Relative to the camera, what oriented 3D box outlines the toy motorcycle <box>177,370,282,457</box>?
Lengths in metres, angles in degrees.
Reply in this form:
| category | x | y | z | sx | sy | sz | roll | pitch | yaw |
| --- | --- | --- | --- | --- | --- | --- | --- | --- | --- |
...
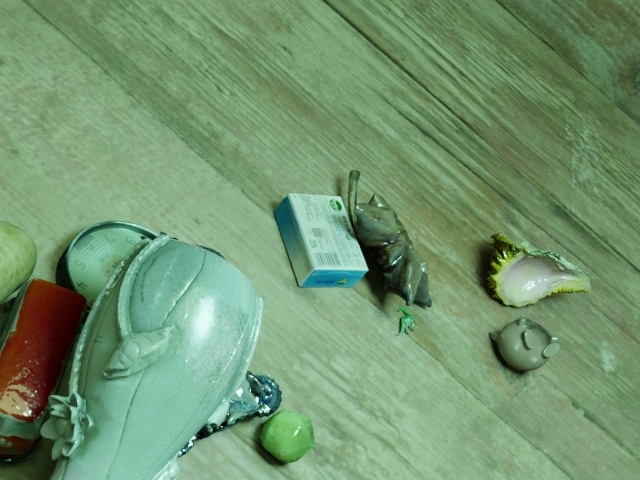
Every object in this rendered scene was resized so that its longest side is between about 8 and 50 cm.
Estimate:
| category | x | y | z | sx | sy | sz | roll | pitch | yaw |
| --- | --- | --- | --- | --- | --- | --- | --- | --- | --- |
| toy motorcycle | -0.196 | 0.228 | 1.281 | 0.239 | 0.108 | 0.204 | -11 | 70 | -52 |

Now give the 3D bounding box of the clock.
| category | x | y | z | sx | sy | sz | roll | pitch | yaw |
| --- | --- | --- | --- | --- | --- | --- | --- | --- | --- |
| clock | -0.341 | 0.065 | 1.356 | 0.226 | 0.049 | 0.226 | 19 | 46 | -21 |

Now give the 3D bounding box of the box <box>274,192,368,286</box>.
| category | x | y | z | sx | sy | sz | roll | pitch | yaw |
| --- | --- | --- | --- | --- | --- | --- | --- | --- | --- |
| box | 0.000 | -0.001 | 1.640 | 0.139 | 0.073 | 0.194 | 3 | 54 | -35 |

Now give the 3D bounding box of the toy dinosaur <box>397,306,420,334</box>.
| category | x | y | z | sx | sy | sz | roll | pitch | yaw |
| --- | --- | --- | --- | --- | --- | --- | --- | --- | --- |
| toy dinosaur | 0.181 | 0.170 | 1.670 | 0.083 | 0.021 | 0.062 | -5 | 52 | -43 |

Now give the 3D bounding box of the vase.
| category | x | y | z | sx | sy | sz | roll | pitch | yaw |
| --- | --- | --- | --- | --- | --- | --- | --- | --- | --- |
| vase | -0.254 | 0.227 | 1.088 | 0.250 | 0.250 | 0.445 | 29 | 63 | -13 |

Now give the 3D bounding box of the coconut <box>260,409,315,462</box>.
| category | x | y | z | sx | sy | sz | roll | pitch | yaw |
| --- | --- | --- | --- | --- | --- | --- | --- | --- | --- |
| coconut | -0.051 | 0.333 | 1.319 | 0.096 | 0.087 | 0.088 | 22 | 37 | 23 |

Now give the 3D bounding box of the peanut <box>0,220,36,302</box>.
| category | x | y | z | sx | sy | sz | roll | pitch | yaw |
| --- | --- | --- | --- | --- | --- | --- | --- | --- | --- |
| peanut | -0.521 | 0.044 | 1.151 | 0.137 | 0.122 | 0.253 | 61 | 20 | -17 |

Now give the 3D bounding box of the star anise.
| category | x | y | z | sx | sy | sz | roll | pitch | yaw |
| --- | --- | --- | --- | --- | --- | --- | --- | --- | --- |
| star anise | 0.142 | 0.005 | 1.698 | 0.349 | 0.109 | 0.292 | 60 | 5 | -3 |

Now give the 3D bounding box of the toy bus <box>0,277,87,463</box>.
| category | x | y | z | sx | sy | sz | roll | pitch | yaw |
| --- | --- | --- | --- | --- | --- | --- | --- | --- | --- |
| toy bus | -0.428 | 0.183 | 1.139 | 0.121 | 0.120 | 0.265 | 25 | 45 | -19 |

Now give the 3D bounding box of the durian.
| category | x | y | z | sx | sy | sz | roll | pitch | yaw |
| --- | --- | --- | --- | --- | --- | --- | --- | --- | --- |
| durian | 0.504 | 0.054 | 1.917 | 0.305 | 0.185 | 0.195 | 13 | 30 | -33 |

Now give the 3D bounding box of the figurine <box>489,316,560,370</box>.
| category | x | y | z | sx | sy | sz | roll | pitch | yaw |
| --- | --- | --- | --- | --- | --- | --- | --- | --- | --- |
| figurine | 0.459 | 0.230 | 1.749 | 0.125 | 0.138 | 0.125 | 1 | 85 | -16 |
